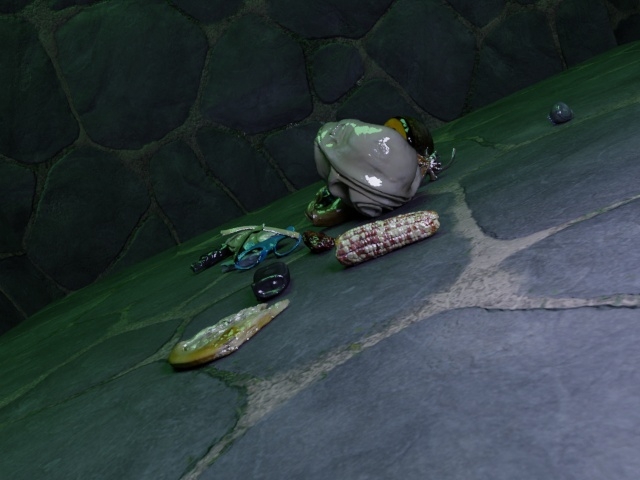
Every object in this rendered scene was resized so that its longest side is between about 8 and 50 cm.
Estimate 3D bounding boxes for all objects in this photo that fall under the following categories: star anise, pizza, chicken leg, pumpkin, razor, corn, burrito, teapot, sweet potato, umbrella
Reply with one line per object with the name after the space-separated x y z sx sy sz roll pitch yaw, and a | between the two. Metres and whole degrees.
0.368 -0.256 1.904 0.219 0.148 0.227 -56 -22 5 | star anise
-0.173 0.174 1.106 0.262 0.034 0.181 -29 11 -26 | pizza
-0.006 0.000 1.571 0.092 0.053 0.205 -3 14 -12 | chicken leg
0.316 -0.327 2.151 0.232 0.242 0.324 3 -9 -29 | pumpkin
-0.114 0.094 1.314 0.089 0.054 0.148 -24 11 0 | razor
0.140 -0.007 1.211 0.236 0.080 0.079 -16 12 15 | corn
-0.245 0.005 2.005 0.117 0.076 0.392 -30 12 -27 | burrito
0.773 -0.405 1.817 0.087 0.066 0.057 -5 -18 -28 | teapot
0.098 -0.121 1.832 0.285 0.085 0.112 -28 6 -20 | sweet potato
-0.397 0.054 2.166 0.235 0.059 0.066 -30 -13 -35 | umbrella

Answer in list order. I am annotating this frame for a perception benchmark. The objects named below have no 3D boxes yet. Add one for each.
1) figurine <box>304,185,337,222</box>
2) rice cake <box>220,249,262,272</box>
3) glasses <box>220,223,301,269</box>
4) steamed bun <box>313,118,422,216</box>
0.014 -0.132 2.015 0.156 0.114 0.126 -26 -26 20 | figurine
-0.255 0.070 1.827 0.180 0.031 0.042 -17 18 32 | rice cake
-0.191 0.015 1.682 0.238 0.102 0.206 -21 -17 22 | glasses
0.120 -0.195 1.649 0.324 0.310 0.220 19 75 28 | steamed bun
